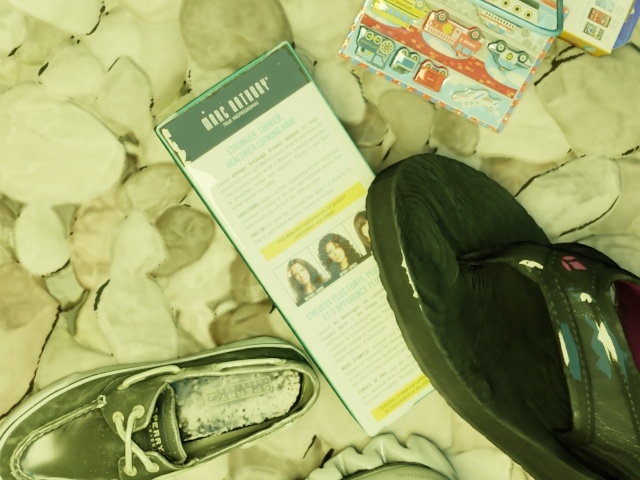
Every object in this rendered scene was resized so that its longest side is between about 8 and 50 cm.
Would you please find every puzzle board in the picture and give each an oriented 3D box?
[{"bbox_3d":[0.089,-0.139,0.743,0.128,0.011,0.096,24,109,-12],"label":"puzzle board"}]

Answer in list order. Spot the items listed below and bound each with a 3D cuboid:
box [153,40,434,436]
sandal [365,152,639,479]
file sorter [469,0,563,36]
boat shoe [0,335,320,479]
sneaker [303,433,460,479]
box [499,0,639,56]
[{"bbox_3d":[0.000,0.000,0.728,0.100,0.060,0.244,-35,100,-7],"label":"box"},{"bbox_3d":[0.198,0.103,0.719,0.107,0.167,0.445,-28,112,38],"label":"sandal"},{"bbox_3d":[0.135,-0.224,0.646,0.118,0.104,0.170,24,126,-7],"label":"file sorter"},{"bbox_3d":[-0.108,0.114,0.711,0.219,0.070,0.077,-18,98,-9],"label":"boat shoe"},{"bbox_3d":[-0.035,0.217,0.712,0.292,0.118,0.110,-24,100,-7],"label":"sneaker"},{"bbox_3d":[0.167,-0.185,0.762,0.136,0.028,0.081,23,90,-9],"label":"box"}]
